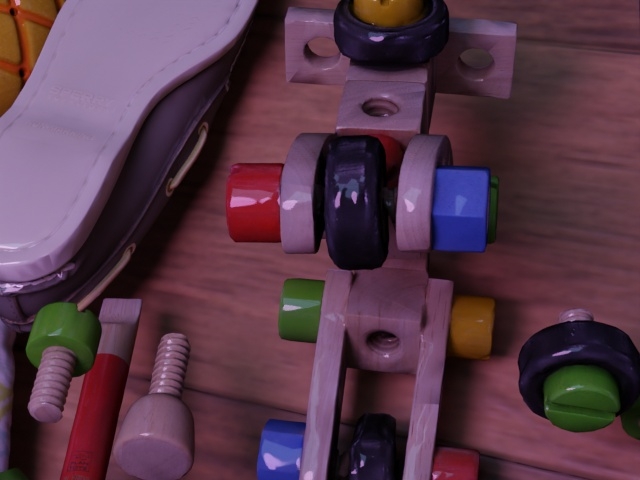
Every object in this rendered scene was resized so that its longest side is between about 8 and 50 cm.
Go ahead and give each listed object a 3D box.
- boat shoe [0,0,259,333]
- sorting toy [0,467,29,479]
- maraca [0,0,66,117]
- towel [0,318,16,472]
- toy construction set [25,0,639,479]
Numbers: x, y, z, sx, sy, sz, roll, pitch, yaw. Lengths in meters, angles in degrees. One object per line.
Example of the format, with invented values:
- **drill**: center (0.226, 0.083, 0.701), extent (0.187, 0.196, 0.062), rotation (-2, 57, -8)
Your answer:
- **boat shoe**: center (-0.120, -0.079, 0.902), extent (0.109, 0.091, 0.305), rotation (19, 57, 16)
- **sorting toy**: center (-0.096, 0.260, 0.696), extent (0.347, 0.047, 0.196), rotation (43, 102, 13)
- **maraca**: center (-0.201, -0.150, 0.938), extent (0.099, 0.127, 0.186), rotation (-3, 45, 53)
- **towel**: center (-0.337, 0.163, 0.802), extent (0.320, 0.090, 0.374), rotation (9, 65, -20)
- **toy construction set**: center (0.000, 0.000, 0.776), extent (0.309, 0.257, 0.237), rotation (-18, 41, 22)
